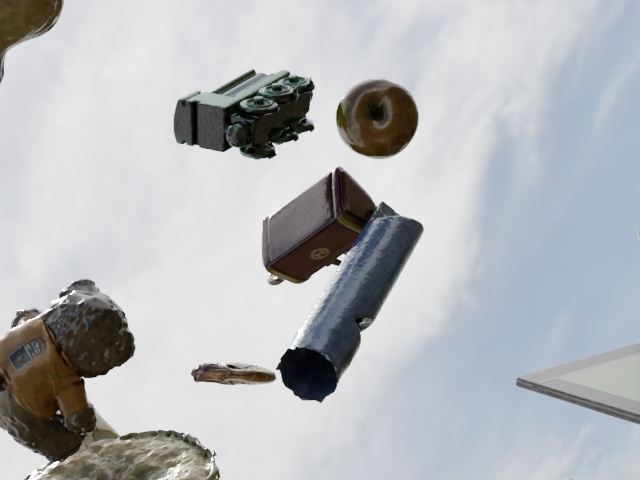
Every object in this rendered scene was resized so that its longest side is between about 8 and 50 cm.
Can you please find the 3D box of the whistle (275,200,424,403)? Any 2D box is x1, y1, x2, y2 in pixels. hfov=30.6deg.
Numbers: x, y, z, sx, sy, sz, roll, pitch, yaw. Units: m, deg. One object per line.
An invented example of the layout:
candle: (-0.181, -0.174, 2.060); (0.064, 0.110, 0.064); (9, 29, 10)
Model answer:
whistle: (0.038, 0.046, 1.145); (0.304, 0.062, 0.062); (-55, -24, -55)

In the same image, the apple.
apple: (0.061, -0.128, 1.245); (0.089, 0.090, 0.074); (-56, -19, -19)

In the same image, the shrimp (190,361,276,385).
shrimp: (-0.106, 0.138, 1.219); (0.091, 0.127, 0.025); (8, -99, -42)

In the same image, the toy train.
toy train: (-0.074, -0.143, 1.277); (0.170, 0.111, 0.071); (-42, -39, -56)

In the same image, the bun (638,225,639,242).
bun: (0.513, -0.016, 1.546); (0.173, 0.167, 0.113); (45, -112, -80)

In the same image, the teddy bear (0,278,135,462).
teddy bear: (-0.299, 0.133, 1.310); (0.190, 0.177, 0.140); (-41, -29, -2)

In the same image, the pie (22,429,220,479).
pie: (-0.256, 0.310, 1.457); (0.274, 0.274, 0.055); (-31, -66, -49)

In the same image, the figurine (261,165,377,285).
figurine: (-0.001, 0.001, 1.299); (0.098, 0.082, 0.154); (32, -55, -33)

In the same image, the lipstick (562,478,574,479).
lipstick: (0.241, 0.316, 1.352); (0.141, 0.040, 0.040); (-34, -8, 35)

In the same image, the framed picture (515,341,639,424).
framed picture: (0.412, 0.153, 1.212); (0.265, 0.347, 0.016); (-10, -80, -32)

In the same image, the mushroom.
mushroom: (-0.339, 0.250, 1.661); (0.071, 0.209, 0.084); (-23, -37, -33)

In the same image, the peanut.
peanut: (-0.494, -0.284, 1.688); (0.298, 0.120, 0.136); (-43, -59, 1)
